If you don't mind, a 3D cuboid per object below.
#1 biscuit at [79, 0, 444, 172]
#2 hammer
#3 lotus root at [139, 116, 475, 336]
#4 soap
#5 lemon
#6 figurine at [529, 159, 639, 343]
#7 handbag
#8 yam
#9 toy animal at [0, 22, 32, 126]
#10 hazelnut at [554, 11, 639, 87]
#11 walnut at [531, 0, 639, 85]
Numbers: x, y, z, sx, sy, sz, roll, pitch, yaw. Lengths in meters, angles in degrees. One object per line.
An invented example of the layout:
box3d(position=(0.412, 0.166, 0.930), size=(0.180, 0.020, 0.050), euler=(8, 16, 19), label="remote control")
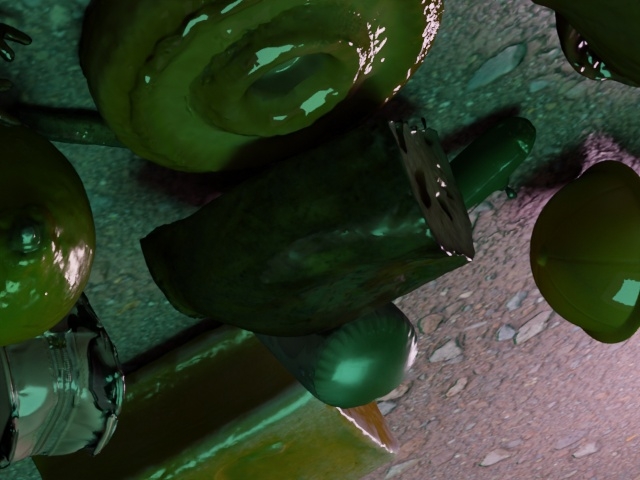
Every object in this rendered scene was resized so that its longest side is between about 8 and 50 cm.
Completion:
box3d(position=(-0.039, -0.153, 1.460), size=(0.296, 0.102, 0.296), euler=(-17, 151, -10), label="biscuit")
box3d(position=(0.082, 0.002, 1.797), size=(0.335, 0.206, 0.119), euler=(-42, 135, -3), label="hammer")
box3d(position=(-0.014, 0.005, 1.615), size=(0.260, 0.149, 0.267), euler=(-23, 176, 11), label="lotus root")
box3d(position=(-0.115, 0.223, 2.034), size=(0.335, 0.156, 0.293), euler=(-29, 149, 8), label="soap")
box3d(position=(-0.260, -0.005, 1.425), size=(0.184, 0.184, 0.248), euler=(-4, -173, -35), label="lemon")
box3d(position=(0.329, -0.008, 1.963), size=(0.257, 0.167, 0.192), euler=(-32, 149, -38), label="figurine")
box3d(position=(-0.267, 0.116, 1.686), size=(0.116, 0.179, 0.205), euler=(-16, 154, -30), label="handbag")
box3d(position=(-0.161, -0.091, 1.558), size=(0.027, 0.029, 0.234), euler=(-11, 170, 44), label="yam")
box3d(position=(-0.245, -0.179, 1.256), size=(0.243, 0.087, 0.260), euler=(-35, 149, 25), label="toy animal")
box3d(position=(0.296, -0.199, 1.566), size=(0.201, 0.160, 0.170), euler=(-26, 119, 2), label="hazelnut")
box3d(position=(0.309, -0.274, 1.255), size=(0.398, 0.354, 0.308), euler=(-28, 178, 6), label="walnut")
